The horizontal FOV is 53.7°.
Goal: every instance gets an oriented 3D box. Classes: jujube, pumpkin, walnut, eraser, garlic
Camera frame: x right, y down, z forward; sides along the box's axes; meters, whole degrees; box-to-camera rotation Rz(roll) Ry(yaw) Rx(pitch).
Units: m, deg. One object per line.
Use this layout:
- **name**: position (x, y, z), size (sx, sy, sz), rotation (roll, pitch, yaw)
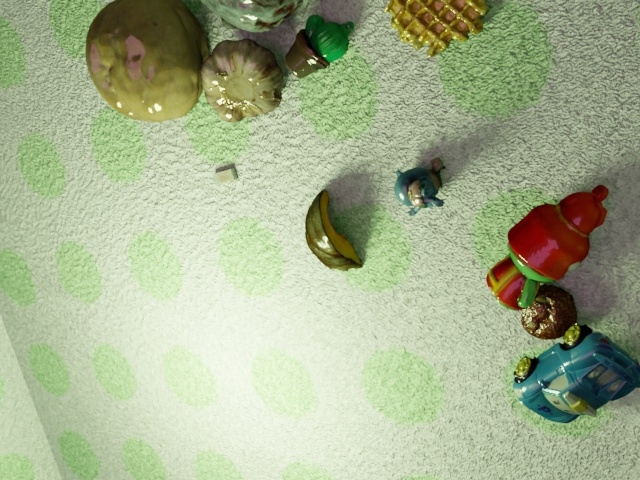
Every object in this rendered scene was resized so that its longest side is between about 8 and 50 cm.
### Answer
- **jujube**: position (-0.185, -0.668, 1.603), size (0.308, 0.246, 0.215), rotation (29, 132, 9)
- **pumpkin**: position (0.000, 0.000, 1.811), size (0.130, 0.149, 0.254), rotation (-21, 97, 27)
- **walnut**: position (-0.487, -0.520, 1.801), size (0.381, 0.381, 0.381), rotation (11, 114, 27)
- **eraser**: position (-0.302, -0.202, 1.991), size (0.083, 0.019, 0.038), rotation (-11, 104, 34)
- **garlic**: position (-0.216, -0.450, 1.763), size (0.244, 0.161, 0.245), rotation (2, 126, 2)

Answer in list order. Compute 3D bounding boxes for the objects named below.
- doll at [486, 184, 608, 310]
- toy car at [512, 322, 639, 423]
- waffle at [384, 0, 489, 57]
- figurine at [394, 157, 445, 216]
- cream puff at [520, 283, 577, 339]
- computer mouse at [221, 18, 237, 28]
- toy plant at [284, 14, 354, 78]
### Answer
- **doll**: position (0.528, 0.007, 1.471), size (0.160, 0.183, 0.363), rotation (32, 121, -12)
- **toy car**: position (0.613, 0.349, 1.528), size (0.198, 0.166, 0.314), rotation (37, 125, -10)
- **waffle**: position (0.282, -0.540, 1.485), size (0.219, 0.057, 0.229), rotation (45, 125, 9)
- **figurine**: position (0.270, -0.135, 1.608), size (0.144, 0.178, 0.114), rotation (-32, 112, -3)
- **cream puff**: position (0.562, 0.182, 1.576), size (0.149, 0.084, 0.149), rotation (10, 111, 27)
- **computer mouse**: position (-0.241, -0.626, 1.785), size (0.110, 0.032, 0.056), rotation (14, 115, 26)
- **toy plant**: position (-0.003, -0.516, 1.647), size (0.200, 0.105, 0.143), rotation (-37, 73, 18)
